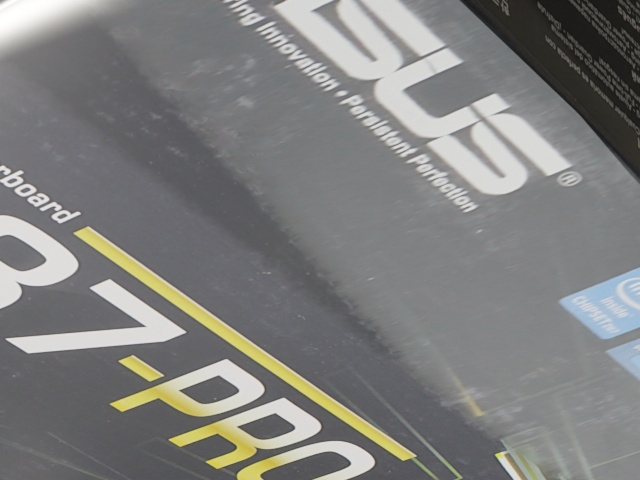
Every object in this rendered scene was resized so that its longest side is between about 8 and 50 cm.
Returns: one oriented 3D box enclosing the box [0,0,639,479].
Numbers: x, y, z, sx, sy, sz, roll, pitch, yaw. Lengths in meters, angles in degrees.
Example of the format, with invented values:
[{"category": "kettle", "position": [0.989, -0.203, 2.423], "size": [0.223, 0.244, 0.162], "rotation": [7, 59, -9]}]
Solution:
[{"category": "box", "position": [-0.018, 0.029, 0.576], "size": [0.318, 0.097, 0.395], "rotation": [-23, 140, 28]}]
